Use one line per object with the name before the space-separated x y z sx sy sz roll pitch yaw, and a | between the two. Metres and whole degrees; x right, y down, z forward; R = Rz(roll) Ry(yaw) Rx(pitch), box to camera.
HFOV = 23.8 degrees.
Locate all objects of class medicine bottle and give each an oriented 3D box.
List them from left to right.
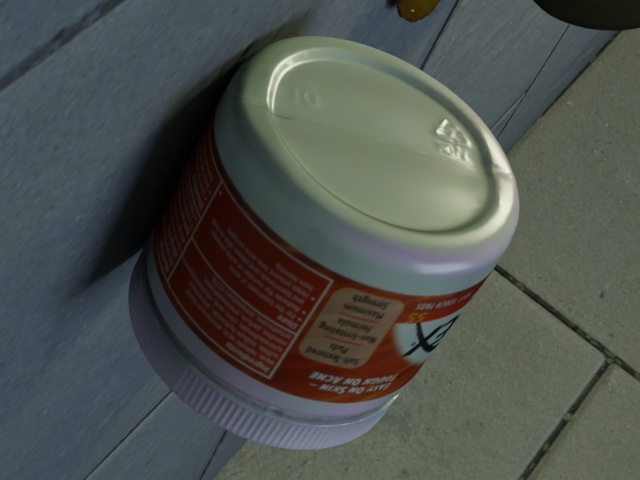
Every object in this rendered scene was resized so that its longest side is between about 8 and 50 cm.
medicine bottle | 0.000 0.000 1.220 0.252 0.252 0.241 -42 168 -50

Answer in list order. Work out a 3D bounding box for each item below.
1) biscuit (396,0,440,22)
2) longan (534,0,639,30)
biscuit | 0.152 -0.316 1.478 0.247 0.029 0.118 -51 165 -7
longan | 0.320 -0.344 1.662 0.246 0.246 0.215 -46 -177 -35
